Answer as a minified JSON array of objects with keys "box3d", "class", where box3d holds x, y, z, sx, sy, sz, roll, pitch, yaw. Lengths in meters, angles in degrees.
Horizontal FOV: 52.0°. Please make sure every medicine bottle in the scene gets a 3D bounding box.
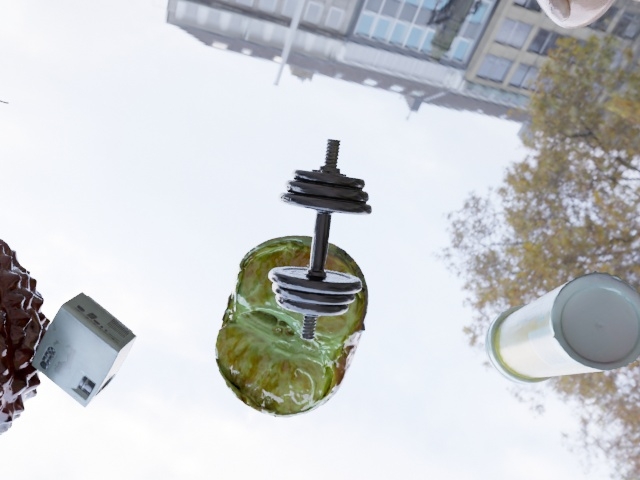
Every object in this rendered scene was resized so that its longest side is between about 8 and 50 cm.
[{"box3d":[0.182,0.075,0.510,0.074,0.218,0.073,-1,-103,4],"class":"medicine bottle"}]

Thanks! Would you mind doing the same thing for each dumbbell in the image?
[{"box3d":[0.000,0.000,0.676,0.099,0.208,0.099,7,-175,-1],"class":"dumbbell"}]

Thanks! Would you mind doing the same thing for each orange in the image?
[{"box3d":[-0.051,0.150,1.231,0.263,0.334,0.196,14,-166,3],"class":"orange"}]

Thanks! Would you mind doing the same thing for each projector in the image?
[{"box3d":[-0.357,0.165,0.998,0.115,0.147,0.061,39,-150,4],"class":"projector"}]

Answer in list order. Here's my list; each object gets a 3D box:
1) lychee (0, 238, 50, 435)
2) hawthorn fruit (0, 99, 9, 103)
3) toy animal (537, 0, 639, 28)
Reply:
[{"box3d":[-0.680,0.151,1.056,0.500,0.424,0.424,15,-147,22],"class":"lychee"},{"box3d":[-0.669,-0.323,1.204,0.163,0.163,0.203,-41,-68,-50],"class":"hawthorn fruit"},{"box3d":[0.371,-0.370,0.848,0.171,0.198,0.171,39,-151,-27],"class":"toy animal"}]
